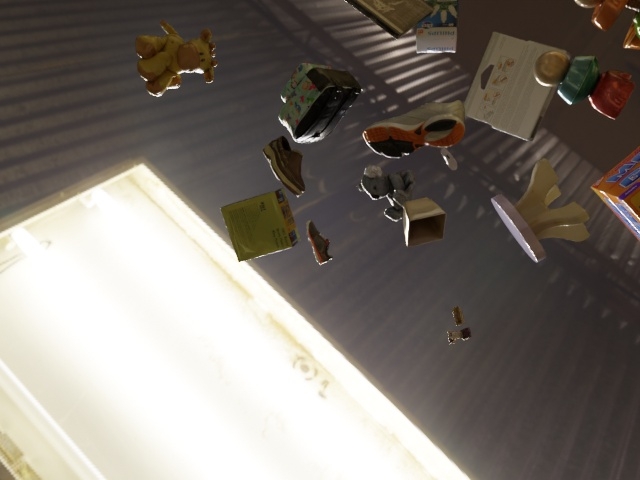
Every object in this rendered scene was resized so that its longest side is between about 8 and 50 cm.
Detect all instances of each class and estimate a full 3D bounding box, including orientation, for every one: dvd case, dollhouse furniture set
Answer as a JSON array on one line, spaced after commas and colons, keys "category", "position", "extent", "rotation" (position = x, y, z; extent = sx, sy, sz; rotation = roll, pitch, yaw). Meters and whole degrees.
[{"category": "dvd case", "position": [0.157, -0.546, 1.379], "extent": [0.164, 0.018, 0.221], "rotation": [38, -135, 4]}, {"category": "dollhouse furniture set", "position": [0.444, 0.288, 2.053], "extent": [0.081, 0.091, 0.114], "rotation": [6, -117, -33]}]

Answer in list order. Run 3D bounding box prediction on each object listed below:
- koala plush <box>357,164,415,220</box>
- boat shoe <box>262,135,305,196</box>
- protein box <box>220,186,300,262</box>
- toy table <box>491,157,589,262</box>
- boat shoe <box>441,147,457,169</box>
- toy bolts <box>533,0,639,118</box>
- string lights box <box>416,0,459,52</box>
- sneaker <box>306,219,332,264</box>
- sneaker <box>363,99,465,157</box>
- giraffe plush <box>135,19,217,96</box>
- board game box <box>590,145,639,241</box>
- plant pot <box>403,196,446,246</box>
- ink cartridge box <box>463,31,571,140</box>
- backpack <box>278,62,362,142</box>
[{"category": "koala plush", "position": [0.269, -0.225, 2.502], "extent": [0.221, 0.196, 0.203], "rotation": [18, -115, 1]}, {"category": "boat shoe", "position": [-0.097, -0.239, 1.830], "extent": [0.095, 0.095, 0.257], "rotation": [37, -165, -47]}, {"category": "protein box", "position": [-0.203, -0.055, 2.064], "extent": [0.136, 0.201, 0.200], "rotation": [-48, -59, -75]}, {"category": "toy table", "position": [0.564, -0.071, 1.548], "extent": [0.252, 0.161, 0.274], "rotation": [50, -166, -30]}, {"category": "boat shoe", "position": [0.510, -0.324, 2.384], "extent": [0.100, 0.035, 0.035], "rotation": [53, -163, -6]}, {"category": "toy bolts", "position": [0.468, -0.342, 1.011], "extent": [0.158, 0.228, 0.218], "rotation": [25, -153, 9]}, {"category": "string lights box", "position": [0.403, -0.763, 2.051], "extent": [0.133, 0.077, 0.259], "rotation": [3, -117, 13]}, {"category": "sneaker", "position": [0.000, 0.000, 2.055], "extent": [0.061, 0.065, 0.158], "rotation": [-33, -77, -79]}, {"category": "sneaker", "position": [0.236, -0.283, 1.487], "extent": [0.262, 0.099, 0.121], "rotation": [-1, -135, 28]}, {"category": "giraffe plush", "position": [-0.373, -0.495, 1.636], "extent": [0.170, 0.181, 0.210], "rotation": [10, -129, 21]}, {"category": "board game box", "position": [1.217, -0.151, 2.018], "extent": [0.356, 0.356, 0.356], "rotation": [47, -166, -3]}, {"category": "plant pot", "position": [0.286, -0.061, 1.718], "extent": [0.109, 0.109, 0.096], "rotation": [-13, -133, -7]}, {"category": "ink cartridge box", "position": [0.596, -0.476, 1.853], "extent": [0.239, 0.275, 0.060], "rotation": [31, -160, 32]}, {"category": "backpack", "position": [-0.017, -0.448, 1.971], "extent": [0.225, 0.253, 0.191], "rotation": [-13, -125, -48]}]
